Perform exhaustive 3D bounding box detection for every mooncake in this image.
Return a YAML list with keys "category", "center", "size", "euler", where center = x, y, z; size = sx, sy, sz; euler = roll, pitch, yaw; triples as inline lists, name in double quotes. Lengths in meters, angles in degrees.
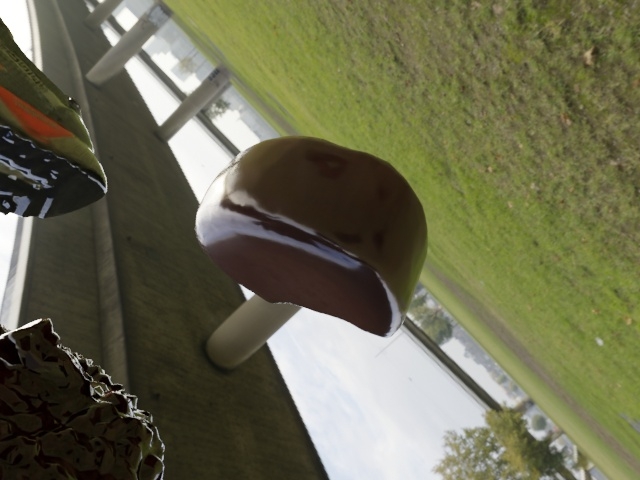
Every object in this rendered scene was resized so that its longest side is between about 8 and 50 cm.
- category: "mooncake"
  center: [0.000, 0.000, 0.611]
  size: [0.334, 0.174, 0.326]
  euler: [39, 149, -23]

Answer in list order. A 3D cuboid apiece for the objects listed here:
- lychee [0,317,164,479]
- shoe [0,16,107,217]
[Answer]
- category: "lychee"
  center: [-0.286, 0.217, 0.336]
  size: [0.306, 0.330, 0.306]
  euler: [28, 177, 1]
- category: "shoe"
  center: [-0.320, -0.153, 0.332]
  size: [0.336, 0.133, 0.170]
  euler: [43, -153, -62]
